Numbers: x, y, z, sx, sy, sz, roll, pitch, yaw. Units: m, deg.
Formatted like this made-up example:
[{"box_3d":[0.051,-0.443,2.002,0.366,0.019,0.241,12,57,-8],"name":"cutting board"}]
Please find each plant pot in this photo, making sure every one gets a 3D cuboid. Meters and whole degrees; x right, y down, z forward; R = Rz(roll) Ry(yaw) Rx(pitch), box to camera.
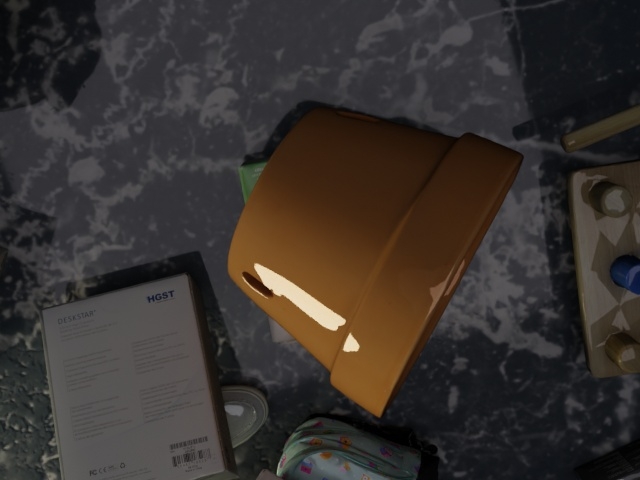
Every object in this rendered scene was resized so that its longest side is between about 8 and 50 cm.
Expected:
[{"box_3d":[0.043,0.001,0.949,0.203,0.291,0.291,28,97,10],"name":"plant pot"}]

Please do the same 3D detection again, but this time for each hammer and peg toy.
[{"box_3d":[0.413,-0.029,1.114,0.265,0.127,0.361,-9,100,1],"name":"hammer and peg toy"}]

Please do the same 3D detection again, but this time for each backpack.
[{"box_3d":[0.038,0.288,1.157,0.182,0.115,0.152,25,100,-3],"name":"backpack"}]

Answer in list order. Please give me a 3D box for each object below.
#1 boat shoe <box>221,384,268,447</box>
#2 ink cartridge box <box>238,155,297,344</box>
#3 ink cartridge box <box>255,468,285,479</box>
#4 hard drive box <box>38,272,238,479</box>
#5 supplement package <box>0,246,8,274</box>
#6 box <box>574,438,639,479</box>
[{"box_3d":[-0.169,0.246,1.157,0.227,0.081,0.079,-22,100,1],"name":"boat shoe"},{"box_3d":[0.000,0.000,1.118,0.154,0.093,0.212,-11,98,0],"name":"ink cartridge box"},{"box_3d":[-0.043,0.381,1.116,0.148,0.086,0.203,29,136,10],"name":"ink cartridge box"},{"box_3d":[-0.207,0.175,1.090,0.181,0.089,0.232,-13,71,1],"name":"hard drive box"},{"box_3d":[-0.492,0.090,1.026,0.198,0.263,0.199,19,98,-5],"name":"supplement package"},{"box_3d":[0.512,0.340,1.203,0.307,0.076,0.242,-25,99,2],"name":"box"}]
